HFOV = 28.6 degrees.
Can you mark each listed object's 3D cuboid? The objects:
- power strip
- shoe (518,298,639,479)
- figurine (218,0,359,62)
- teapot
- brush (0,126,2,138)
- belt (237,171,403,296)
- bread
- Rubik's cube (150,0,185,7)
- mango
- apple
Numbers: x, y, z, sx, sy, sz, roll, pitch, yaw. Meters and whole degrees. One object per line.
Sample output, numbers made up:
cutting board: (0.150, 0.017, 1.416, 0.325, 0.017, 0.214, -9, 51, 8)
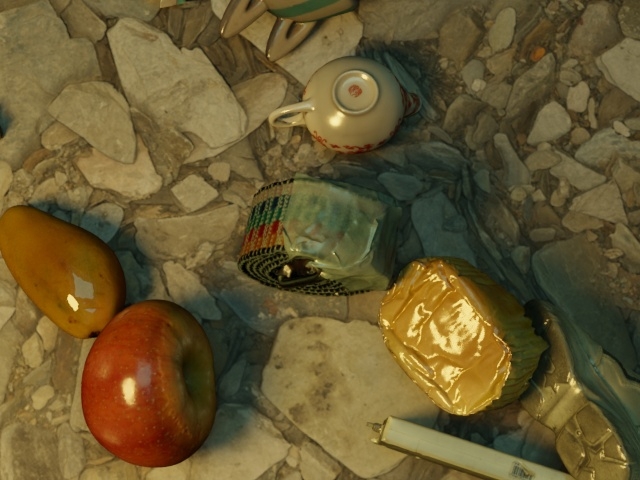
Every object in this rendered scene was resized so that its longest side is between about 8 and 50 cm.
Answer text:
power strip: (0.242, 0.327, 1.844, 0.367, 0.106, 0.043, 18, 77, 1)
shoe: (0.416, 0.234, 1.871, 0.210, 0.132, 0.342, 8, 40, -37)
figurine: (-0.062, -0.488, 1.969, 0.361, 0.266, 0.377, 35, 76, 12)
teapot: (0.039, -0.214, 1.986, 0.245, 0.116, 0.159, -4, 86, 2)
brush: (-0.640, -0.162, 1.952, 0.282, 0.054, 0.048, -10, 67, -6)
belt: (0.000, 0.000, 1.846, 0.207, 0.257, 0.150, 21, 69, -34)
bread: (0.208, 0.136, 1.857, 0.250, 0.133, 0.179, 46, 108, 25)
Rubik's cube: (-0.253, -0.413, 2.032, 0.075, 0.084, 0.073, 28, 102, 21)
mango: (-0.386, 0.037, 1.885, 0.138, 0.113, 0.253, -43, 74, -8)
apple: (-0.249, 0.206, 1.804, 0.173, 0.210, 0.235, -7, 64, 23)
